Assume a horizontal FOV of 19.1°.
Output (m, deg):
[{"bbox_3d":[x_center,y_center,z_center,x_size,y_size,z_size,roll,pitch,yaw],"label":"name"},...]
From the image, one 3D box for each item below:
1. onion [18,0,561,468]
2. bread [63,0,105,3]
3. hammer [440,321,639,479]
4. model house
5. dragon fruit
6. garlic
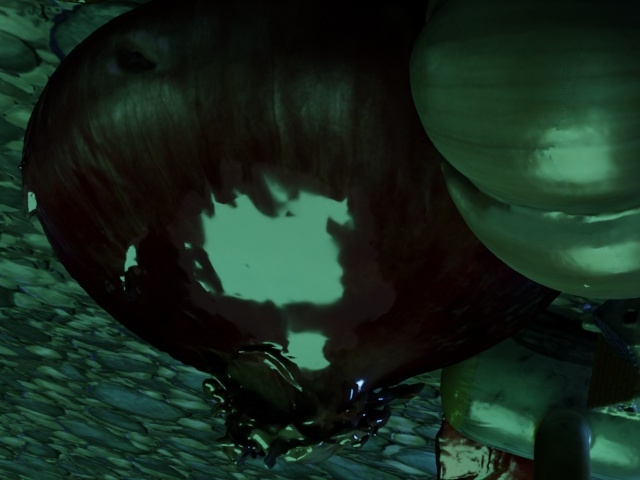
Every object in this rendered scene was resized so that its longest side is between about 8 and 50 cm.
[{"bbox_3d":[0.000,0.000,1.088,0.347,0.285,0.347,3,159,1],"label":"onion"},{"bbox_3d":[-0.141,-0.172,1.052,0.085,0.053,0.085,12,149,7],"label":"bread"},{"bbox_3d":[0.190,0.175,1.482,0.202,0.305,0.113,14,118,-2],"label":"hammer"},{"bbox_3d":[0.248,0.089,1.448,0.100,0.088,0.100,5,155,24],"label":"model house"},{"bbox_3d":[0.174,0.174,1.708,0.127,0.120,0.161,1,153,22],"label":"dragon fruit"},{"bbox_3d":[0.124,-0.081,0.862,0.191,0.160,0.214,0,140,25],"label":"garlic"}]
